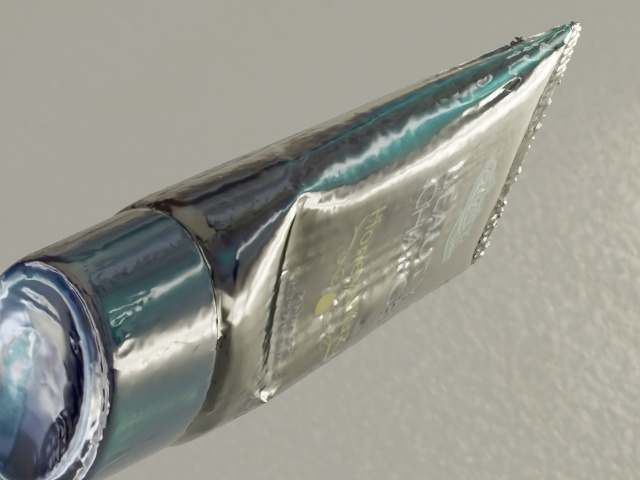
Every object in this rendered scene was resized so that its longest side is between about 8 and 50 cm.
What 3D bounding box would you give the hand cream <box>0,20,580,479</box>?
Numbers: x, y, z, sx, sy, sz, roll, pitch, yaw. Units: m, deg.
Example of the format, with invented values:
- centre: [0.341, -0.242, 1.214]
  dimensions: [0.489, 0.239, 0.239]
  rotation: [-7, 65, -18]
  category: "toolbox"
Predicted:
- centre: [0.000, 0.000, 0.545]
  dimensions: [0.061, 0.120, 0.270]
  rotation: [35, -144, 23]
  category: "hand cream"
